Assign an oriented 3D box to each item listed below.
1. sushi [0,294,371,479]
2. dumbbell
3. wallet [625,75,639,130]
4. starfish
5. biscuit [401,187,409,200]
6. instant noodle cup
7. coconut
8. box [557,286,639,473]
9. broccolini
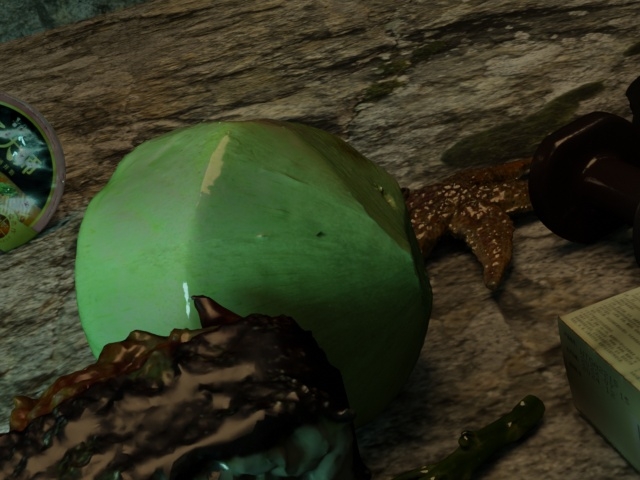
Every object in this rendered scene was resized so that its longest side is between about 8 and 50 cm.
[{"bbox_3d":[-0.132,0.189,0.852,0.343,0.196,0.182,-26,33,-13],"label":"sushi"},{"bbox_3d":[0.309,-0.038,1.205,0.140,0.124,0.225,-29,25,-13],"label":"dumbbell"},{"bbox_3d":[0.440,-0.149,1.387,0.197,0.051,0.377,-38,17,20],"label":"wallet"},{"bbox_3d":[0.165,-0.034,1.378,0.302,0.060,0.299,-27,23,-25],"label":"starfish"},{"bbox_3d":[-0.001,-0.001,1.402,0.203,0.016,0.144,-10,37,44],"label":"biscuit"},{"bbox_3d":[-0.513,-0.101,1.800,0.244,0.244,0.255,-27,17,-23],"label":"instant noodle cup"},{"bbox_3d":[-0.043,0.034,1.081,0.328,0.328,0.281,2,59,37],"label":"coconut"},{"bbox_3d":[0.300,0.106,0.931,0.168,0.095,0.212,-21,24,-8],"label":"box"},{"bbox_3d":[0.094,0.179,0.980,0.216,0.058,0.067,-27,66,-40],"label":"broccolini"}]
